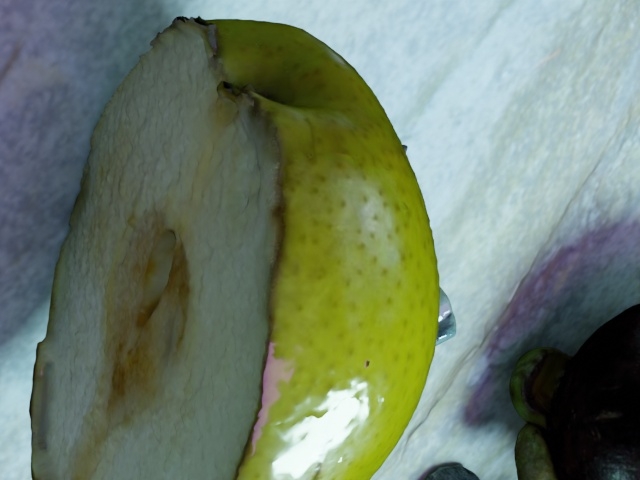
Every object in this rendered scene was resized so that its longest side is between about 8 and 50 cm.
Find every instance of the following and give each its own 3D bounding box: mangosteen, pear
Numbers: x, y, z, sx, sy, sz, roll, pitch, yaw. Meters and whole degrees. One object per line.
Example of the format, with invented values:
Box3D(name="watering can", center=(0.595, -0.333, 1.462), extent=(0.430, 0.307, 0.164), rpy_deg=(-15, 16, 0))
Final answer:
Box3D(name="mangosteen", center=(0.314, 0.181, 1.711), extent=(0.288, 0.288, 0.288), rpy_deg=(-21, 130, -27))
Box3D(name="pear", center=(-0.038, 0.057, 1.254), extent=(0.191, 0.340, 0.386), rpy_deg=(6, 127, -28))

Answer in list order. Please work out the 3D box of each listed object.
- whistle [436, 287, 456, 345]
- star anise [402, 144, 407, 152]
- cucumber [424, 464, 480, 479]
Box3D(name="whistle", center=(-0.033, 0.135, 1.528), extent=(0.326, 0.068, 0.057), rpy_deg=(-34, 122, -15))
Box3D(name="star anise", center=(-0.013, 0.010, 1.451), extent=(0.197, 0.073, 0.212), rpy_deg=(-24, 129, -28))
Box3D(name="cucumber", center=(0.140, 0.254, 1.723), extent=(0.064, 0.112, 0.064), rpy_deg=(-28, 140, -26))
